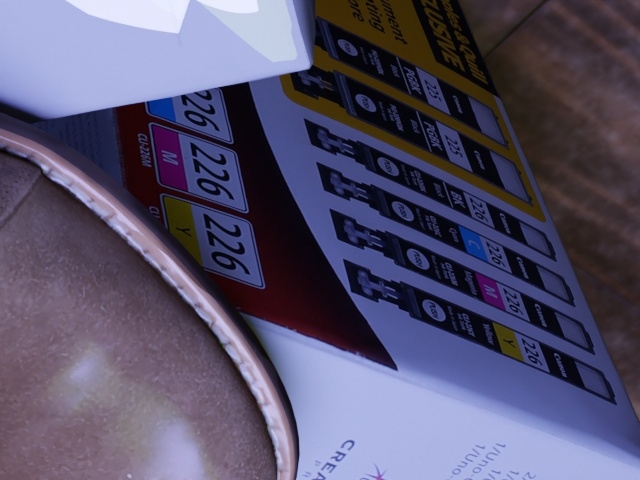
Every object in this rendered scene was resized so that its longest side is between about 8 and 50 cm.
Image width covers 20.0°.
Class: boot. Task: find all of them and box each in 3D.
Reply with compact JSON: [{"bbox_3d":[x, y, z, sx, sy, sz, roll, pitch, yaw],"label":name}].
[{"bbox_3d":[-0.131,0.008,0.439,0.305,0.115,0.112,39,109,-19],"label":"boot"}]

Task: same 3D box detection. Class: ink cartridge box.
[{"bbox_3d":[0.000,0.000,0.701,0.272,0.309,0.130,22,122,-29],"label":"ink cartridge box"}]

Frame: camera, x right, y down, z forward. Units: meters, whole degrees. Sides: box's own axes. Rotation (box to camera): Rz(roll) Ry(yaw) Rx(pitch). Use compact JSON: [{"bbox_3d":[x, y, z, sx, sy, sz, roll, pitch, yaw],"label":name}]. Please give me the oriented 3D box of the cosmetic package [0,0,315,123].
[{"bbox_3d":[-0.204,-0.133,0.516,0.385,0.156,0.217,-11,116,7],"label":"cosmetic package"}]
